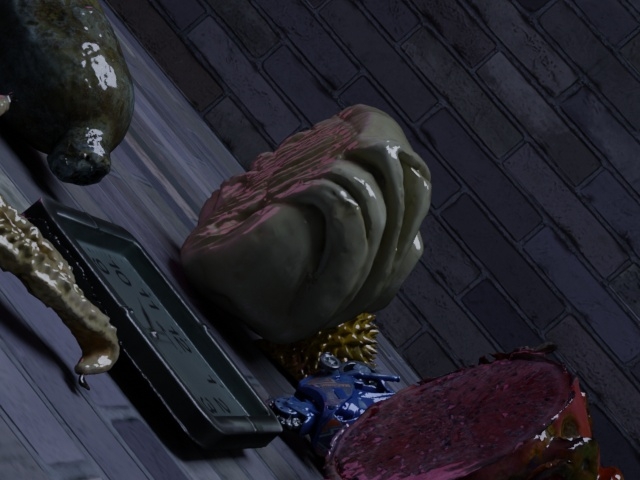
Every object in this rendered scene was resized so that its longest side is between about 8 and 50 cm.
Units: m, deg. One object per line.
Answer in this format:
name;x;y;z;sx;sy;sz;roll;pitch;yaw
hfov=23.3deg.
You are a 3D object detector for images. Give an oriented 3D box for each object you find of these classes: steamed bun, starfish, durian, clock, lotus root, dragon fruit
steamed bun;0.000;0.000;2.054;0.247;0.339;0.352;57;3;-20
starfish;-0.321;-0.103;1.207;0.432;0.082;0.324;47;6;-34
durian;0.021;0.179;2.218;0.260;0.153;0.187;-63;137;-78
clock;-0.158;0.088;1.458;0.273;0.049;0.279;51;4;13
lotus root;-0.303;-0.199;1.749;0.349;0.175;0.175;55;6;31
dragon fruit;0.159;0.295;1.588;0.296;0.314;0.263;-117;-176;-73

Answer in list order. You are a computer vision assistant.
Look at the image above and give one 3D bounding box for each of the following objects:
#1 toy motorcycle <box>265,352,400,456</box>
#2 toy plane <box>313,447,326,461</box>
toy motorcycle;0.024;0.197;1.828;0.114;0.076;0.205;34;30;26
toy plane;0.062;0.275;1.877;0.174;0.080;0.174;40;3;-2
